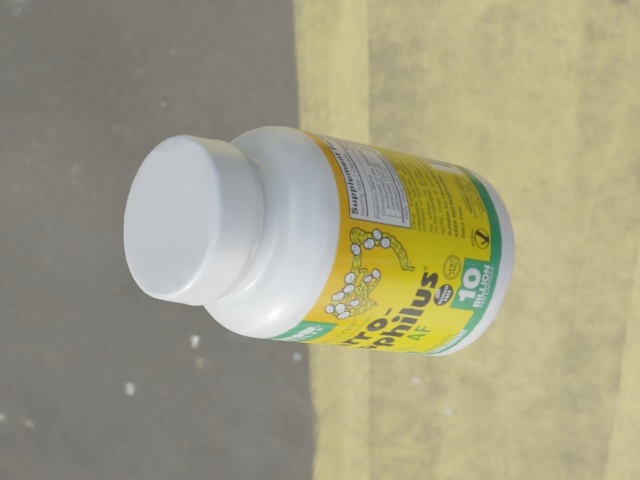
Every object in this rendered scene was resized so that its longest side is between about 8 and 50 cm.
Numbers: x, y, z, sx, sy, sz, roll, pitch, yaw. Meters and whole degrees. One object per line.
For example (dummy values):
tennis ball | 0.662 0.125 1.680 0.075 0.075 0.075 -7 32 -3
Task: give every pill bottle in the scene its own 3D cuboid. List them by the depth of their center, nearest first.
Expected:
pill bottle | 0.000 0.000 0.854 0.208 0.117 0.117 10 143 -40
